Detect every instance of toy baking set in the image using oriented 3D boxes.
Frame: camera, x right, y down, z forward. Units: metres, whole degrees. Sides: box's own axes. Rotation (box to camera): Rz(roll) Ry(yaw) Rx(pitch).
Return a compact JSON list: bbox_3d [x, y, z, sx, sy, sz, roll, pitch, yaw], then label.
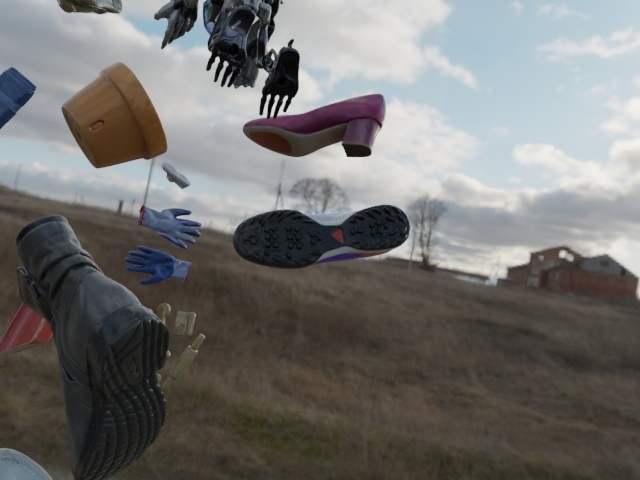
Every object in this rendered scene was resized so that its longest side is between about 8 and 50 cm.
[{"bbox_3d":[-0.405,0.276,1.624,0.197,0.256,0.030,29,-6,27],"label":"toy baking set"}]

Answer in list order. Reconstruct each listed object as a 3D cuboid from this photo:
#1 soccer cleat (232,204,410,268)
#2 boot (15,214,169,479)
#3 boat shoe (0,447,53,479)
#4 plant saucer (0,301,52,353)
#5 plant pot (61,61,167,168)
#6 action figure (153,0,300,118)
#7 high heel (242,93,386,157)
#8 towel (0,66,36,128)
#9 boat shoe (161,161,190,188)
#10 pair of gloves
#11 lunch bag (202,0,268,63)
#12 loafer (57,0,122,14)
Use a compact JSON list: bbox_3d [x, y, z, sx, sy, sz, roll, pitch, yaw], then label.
[{"bbox_3d":[0.000,0.000,1.184,0.318,0.108,0.116,-7,-13,-11],"label":"soccer cleat"},{"bbox_3d":[-0.300,0.144,0.830,0.223,0.338,0.118,40,37,26],"label":"boot"},{"bbox_3d":[-0.259,0.293,0.634,0.079,0.227,0.081,-27,-14,-49],"label":"boat shoe"},{"bbox_3d":[-0.683,0.164,1.608,0.259,0.258,0.048,-19,-47,43],"label":"plant saucer"},{"bbox_3d":[-0.605,-0.340,1.878,0.203,0.291,0.291,-31,16,-20],"label":"plant pot"},{"bbox_3d":[-0.115,-0.264,0.793,0.164,0.141,0.276,21,32,-34],"label":"action figure"},{"bbox_3d":[-0.015,-0.321,1.738,0.377,0.181,0.127,10,-26,14],"label":"high heel"},{"bbox_3d":[-0.584,-0.257,1.196,0.067,0.119,0.029,40,-7,0],"label":"towel"},{"bbox_3d":[-0.379,-0.164,1.674,0.035,0.035,0.100,-31,-37,15],"label":"boat shoe"},{"bbox_3d":[-0.371,0.014,1.540,0.159,0.198,0.023,17,-4,-27],"label":"pair of gloves"},{"bbox_3d":[-0.184,-0.434,1.371,0.151,0.096,0.129,52,0,45],"label":"lunch bag"},{"bbox_3d":[-0.454,-0.467,1.203,0.092,0.102,0.268,-12,3,6],"label":"loafer"}]
